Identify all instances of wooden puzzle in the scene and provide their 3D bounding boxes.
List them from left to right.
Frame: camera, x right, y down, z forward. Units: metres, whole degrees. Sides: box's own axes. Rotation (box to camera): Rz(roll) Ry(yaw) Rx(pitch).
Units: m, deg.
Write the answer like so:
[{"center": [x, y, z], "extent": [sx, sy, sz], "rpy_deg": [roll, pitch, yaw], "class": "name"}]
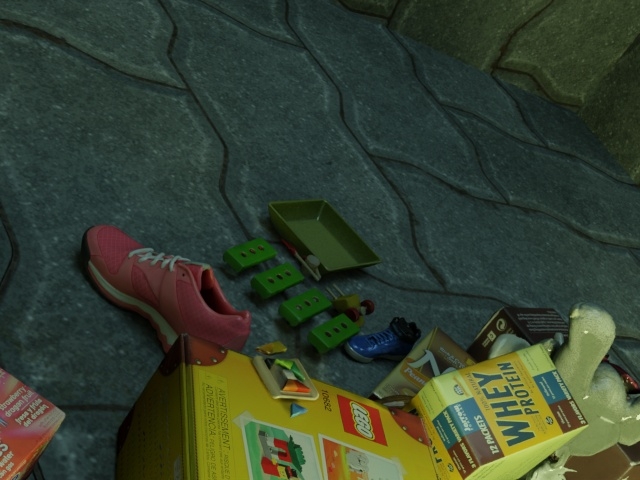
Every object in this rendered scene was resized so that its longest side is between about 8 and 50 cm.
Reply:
[{"center": [-0.042, 0.166, 1.267], "extent": [0.078, 0.014, 0.116], "rpy_deg": [2, 42, -48], "class": "wooden puzzle"}]

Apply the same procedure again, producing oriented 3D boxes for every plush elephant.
[{"center": [0.423, 0.225, 1.695], "extent": [0.271, 0.330, 0.255], "rpy_deg": [26, 25, -13], "class": "plush elephant"}]

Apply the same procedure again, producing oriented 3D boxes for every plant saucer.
[{"center": [0.000, 0.000, 1.988], "extent": [0.188, 0.045, 0.188], "rpy_deg": [48, 28, 23], "class": "plant saucer"}]

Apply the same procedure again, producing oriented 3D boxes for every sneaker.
[{"center": [-0.218, 0.063, 1.528], "extent": [0.314, 0.136, 0.116], "rpy_deg": [42, 26, 14], "class": "sneaker"}, {"center": [0.113, 0.168, 1.800], "extent": [0.152, 0.085, 0.058], "rpy_deg": [10, 36, -41], "class": "sneaker"}]

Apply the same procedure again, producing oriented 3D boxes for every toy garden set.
[{"center": [-0.033, 0.091, 1.800], "extent": [0.244, 0.049, 0.203], "rpy_deg": [43, 30, 16], "class": "toy garden set"}]

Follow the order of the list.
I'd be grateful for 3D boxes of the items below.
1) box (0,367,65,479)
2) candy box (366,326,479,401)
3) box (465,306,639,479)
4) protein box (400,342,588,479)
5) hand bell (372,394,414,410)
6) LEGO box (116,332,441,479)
[{"center": [-0.387, 0.245, 1.039], "extent": [0.122, 0.128, 0.257], "rpy_deg": [36, 27, 0], "class": "box"}, {"center": [0.187, 0.277, 1.703], "extent": [0.183, 0.088, 0.316], "rpy_deg": [42, 28, 9], "class": "candy box"}, {"center": [0.466, 0.303, 1.937], "extent": [0.191, 0.143, 0.381], "rpy_deg": [6, 37, -46], "class": "box"}, {"center": [0.224, 0.270, 1.464], "extent": [0.201, 0.200, 0.136], "rpy_deg": [-12, 62, -31], "class": "protein box"}, {"center": [0.055, 0.248, 1.501], "extent": [0.241, 0.126, 0.126], "rpy_deg": [4, 38, -27], "class": "hand bell"}, {"center": [-0.026, 0.381, 1.162], "extent": [0.372, 0.193, 0.500], "rpy_deg": [23, 28, -23], "class": "LEGO box"}]
